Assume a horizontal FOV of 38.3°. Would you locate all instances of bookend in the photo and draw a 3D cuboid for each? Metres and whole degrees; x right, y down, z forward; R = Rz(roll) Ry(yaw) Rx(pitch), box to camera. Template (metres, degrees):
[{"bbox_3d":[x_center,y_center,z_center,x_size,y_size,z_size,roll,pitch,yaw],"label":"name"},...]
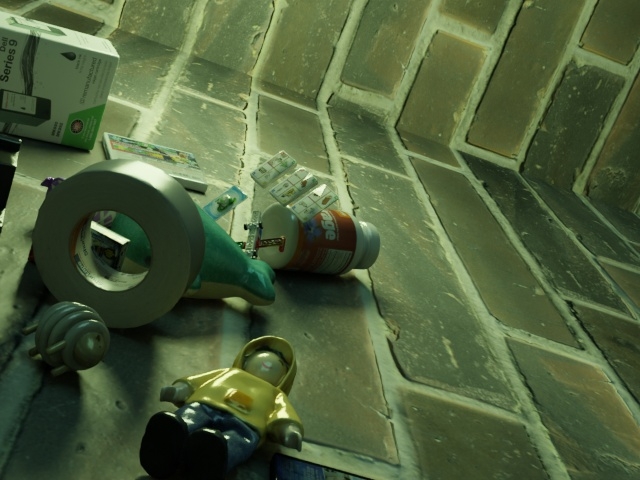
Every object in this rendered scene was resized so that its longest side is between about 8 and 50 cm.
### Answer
[{"bbox_3d":[-0.469,-0.052,1.269,0.072,0.156,0.157,14,21,-21],"label":"bookend"}]

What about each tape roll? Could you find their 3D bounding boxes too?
[{"bbox_3d":[-0.268,0.004,1.234,0.219,0.219,0.072,22,19,1],"label":"tape roll"}]

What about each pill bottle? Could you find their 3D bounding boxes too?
[{"bbox_3d":[0.000,0.000,1.689,0.216,0.121,0.121,7,24,-37],"label":"pill bottle"}]

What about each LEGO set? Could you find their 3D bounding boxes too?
[{"bbox_3d":[-0.107,-0.035,1.595,0.244,0.060,0.182,-37,48,-14],"label":"LEGO set"}]

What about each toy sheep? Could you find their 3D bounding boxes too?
[{"bbox_3d":[-0.303,0.115,1.108,0.091,0.091,0.132,1,23,-47],"label":"toy sheep"}]

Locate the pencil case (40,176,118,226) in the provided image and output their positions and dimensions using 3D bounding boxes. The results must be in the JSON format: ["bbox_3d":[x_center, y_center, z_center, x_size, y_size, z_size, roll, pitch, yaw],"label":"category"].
[{"bbox_3d":[-0.358,-0.067,1.536,0.206,0.086,0.088,-5,66,-56],"label":"pencil case"}]

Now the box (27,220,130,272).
[{"bbox_3d":[-0.346,0.014,1.317,0.137,0.094,0.027,26,19,13],"label":"box"}]

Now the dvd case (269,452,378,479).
[{"bbox_3d":[0.065,0.325,1.024,0.253,0.022,0.180,18,18,-10],"label":"dvd case"}]

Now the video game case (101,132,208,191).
[{"bbox_3d":[-0.347,-0.163,1.918,0.201,0.023,0.183,12,21,-24],"label":"video game case"}]

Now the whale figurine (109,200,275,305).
[{"bbox_3d":[-0.188,0.012,1.421,0.272,0.141,0.216,19,18,-8],"label":"whale figurine"}]

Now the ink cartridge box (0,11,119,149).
[{"bbox_3d":[-0.569,-0.315,1.803,0.289,0.211,0.121,9,24,-30],"label":"ink cartridge box"}]

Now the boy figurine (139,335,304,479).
[{"bbox_3d":[-0.093,0.199,1.092,0.177,0.092,0.285,20,20,15],"label":"boy figurine"}]
